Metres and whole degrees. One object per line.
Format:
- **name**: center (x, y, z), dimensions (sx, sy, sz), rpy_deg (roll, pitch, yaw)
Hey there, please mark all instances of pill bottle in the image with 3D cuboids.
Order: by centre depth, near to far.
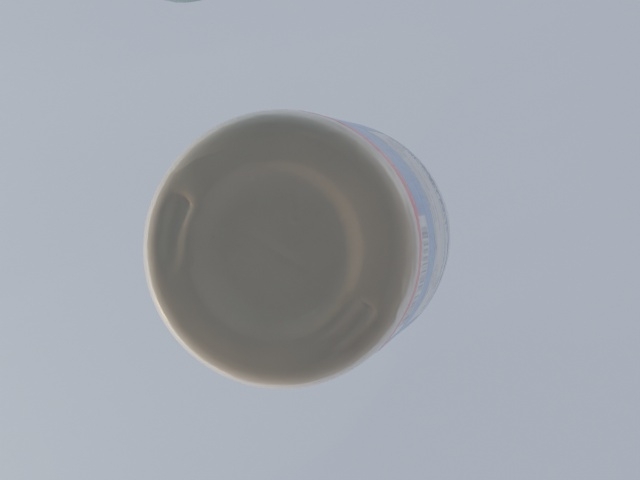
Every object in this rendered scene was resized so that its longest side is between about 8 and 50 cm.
- **pill bottle**: center (0.000, 0.000, 0.698), dimensions (0.124, 0.221, 0.124), rpy_deg (0, -88, 10)

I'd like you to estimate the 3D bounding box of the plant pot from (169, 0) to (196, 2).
- **plant pot**: center (-0.086, -0.227, 0.477), dimensions (0.271, 0.271, 0.255), rpy_deg (-47, -55, 2)
